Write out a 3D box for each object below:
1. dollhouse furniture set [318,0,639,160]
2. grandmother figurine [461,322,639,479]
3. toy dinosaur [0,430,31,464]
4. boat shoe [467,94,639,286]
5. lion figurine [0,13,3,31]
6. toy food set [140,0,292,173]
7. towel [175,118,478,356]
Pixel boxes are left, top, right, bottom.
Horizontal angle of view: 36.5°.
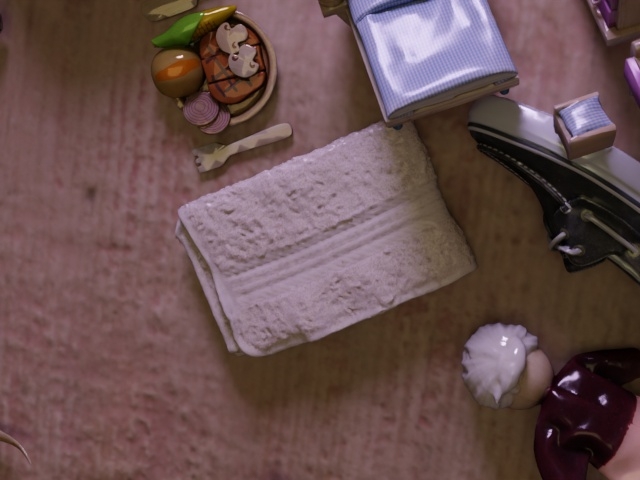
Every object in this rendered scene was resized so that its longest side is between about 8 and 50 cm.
[{"bbox_3d":[0.144,-0.210,0.830,0.303,0.198,0.287,-17,61,4],"label":"dollhouse furniture set"},{"bbox_3d":[0.292,0.195,0.967,0.342,0.104,0.208,31,58,9],"label":"grandmother figurine"},{"bbox_3d":[-0.407,0.208,1.109,0.183,0.053,0.093,-1,112,16],"label":"toy dinosaur"},{"bbox_3d":[0.273,-0.018,0.934,0.335,0.121,0.119,32,96,1],"label":"boat shoe"},{"bbox_3d":[-0.483,-0.192,1.035,0.240,0.142,0.392,13,84,21],"label":"lion figurine"},{"bbox_3d":[-0.111,-0.179,1.014,0.132,0.038,0.192,-19,94,10],"label":"toy food set"},{"bbox_3d":[0.000,0.000,1.015,0.282,0.049,0.187,-24,94,10],"label":"towel"}]
